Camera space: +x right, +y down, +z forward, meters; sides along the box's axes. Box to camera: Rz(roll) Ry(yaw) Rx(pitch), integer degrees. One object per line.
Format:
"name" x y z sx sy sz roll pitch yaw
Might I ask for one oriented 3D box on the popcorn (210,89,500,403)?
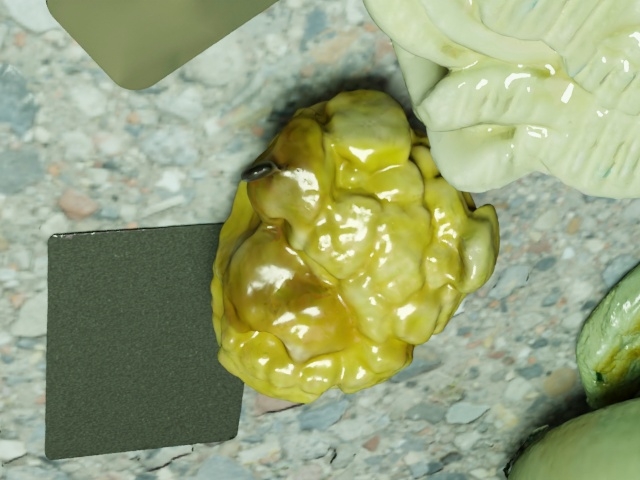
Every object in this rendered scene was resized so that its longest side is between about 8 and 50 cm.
"popcorn" 0.019 0.001 0.934 0.163 0.140 0.194 3 120 -12

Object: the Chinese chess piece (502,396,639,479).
"Chinese chess piece" 0.306 0.215 1.155 0.349 0.146 0.349 -4 153 -2

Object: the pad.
"pad" -0.114 0.071 1.036 0.143 0.003 0.211 -4 132 -17

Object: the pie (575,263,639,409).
"pie" 0.275 0.071 1.152 0.186 0.041 0.187 -11 134 -11

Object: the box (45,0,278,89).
"box" -0.079 -0.144 0.830 0.126 0.031 0.091 -33 134 11

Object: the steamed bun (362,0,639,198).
"steamed bun" 0.159 -0.173 0.787 0.280 0.207 0.268 0 138 16
